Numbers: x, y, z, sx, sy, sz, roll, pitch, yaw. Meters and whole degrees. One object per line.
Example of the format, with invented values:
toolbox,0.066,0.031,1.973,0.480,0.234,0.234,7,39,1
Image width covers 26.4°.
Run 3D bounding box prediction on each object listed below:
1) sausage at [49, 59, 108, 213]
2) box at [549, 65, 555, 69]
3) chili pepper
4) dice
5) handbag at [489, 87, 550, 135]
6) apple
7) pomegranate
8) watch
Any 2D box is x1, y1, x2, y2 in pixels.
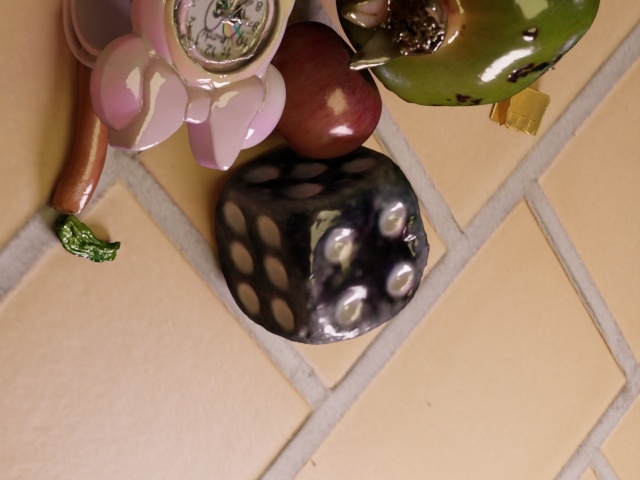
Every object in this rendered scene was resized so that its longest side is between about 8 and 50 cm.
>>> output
sausage,-0.239,-0.113,1.392,0.047,0.040,0.176,0,107,-41
box,0.245,-0.285,1.675,0.151,0.151,0.135,-3,116,-40
chili pepper,-0.247,0.001,1.435,0.091,0.030,0.034,36,59,-44
dice,0.000,0.000,1.542,0.183,0.181,0.182,-26,120,-31
handbag,0.267,-0.174,1.810,0.083,0.027,0.061,16,94,-44
apple,-0.006,-0.162,1.501,0.120,0.153,0.153,-34,132,11
pomegranate,0.158,-0.256,1.464,0.291,0.323,0.290,2,125,4
watch,-0.144,-0.215,1.316,0.211,0.217,0.248,12,103,-42
